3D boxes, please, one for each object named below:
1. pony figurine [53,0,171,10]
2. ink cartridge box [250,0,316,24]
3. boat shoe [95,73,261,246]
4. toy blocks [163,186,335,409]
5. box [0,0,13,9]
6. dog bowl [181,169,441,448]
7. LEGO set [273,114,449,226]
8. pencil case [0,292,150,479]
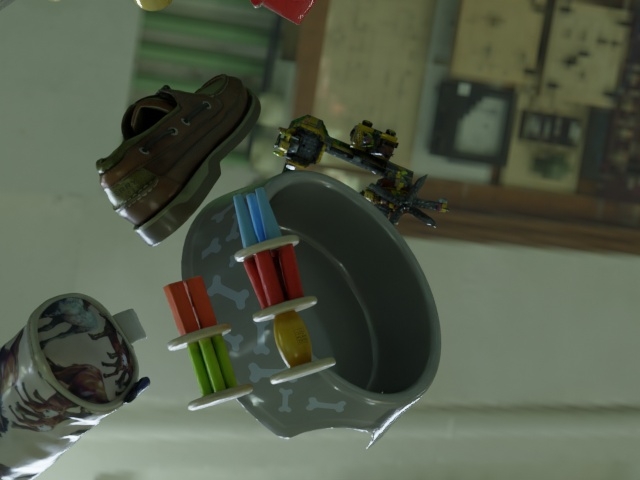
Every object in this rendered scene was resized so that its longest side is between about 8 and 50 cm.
[{"bbox_3d":[-0.220,-0.354,1.220,0.303,0.351,0.363,-19,172,-2],"label":"pony figurine"},{"bbox_3d":[-0.032,-0.299,1.547,0.078,0.134,0.231,27,-162,-32],"label":"ink cartridge box"},{"bbox_3d":[-0.147,-0.117,1.704,0.104,0.111,0.307,47,-155,-15],"label":"boat shoe"},{"bbox_3d":[-0.067,0.044,1.256,0.123,0.148,0.054,-18,173,10],"label":"toy blocks"},{"bbox_3d":[-0.350,-0.312,1.585,0.270,0.165,0.143,-41,-179,-30],"label":"box"},{"bbox_3d":[0.003,0.072,1.896,0.102,0.349,0.349,-35,158,34],"label":"dog bowl"},{"bbox_3d":[0.000,0.000,2.242,0.255,0.331,0.192,30,-163,-4],"label":"LEGO set"},{"bbox_3d":[-0.383,0.230,2.019,0.183,0.160,0.410,-4,150,-49],"label":"pencil case"}]
